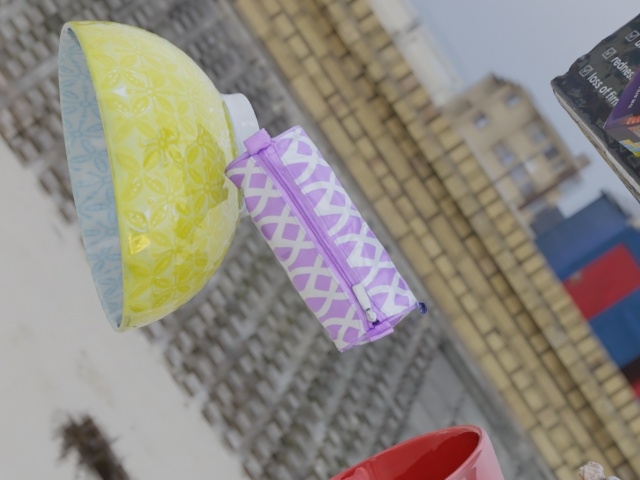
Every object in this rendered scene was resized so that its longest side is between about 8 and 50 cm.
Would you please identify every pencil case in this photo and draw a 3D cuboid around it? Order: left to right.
[{"bbox_3d":[0.000,0.000,1.413,0.206,0.086,0.088,55,10,2],"label":"pencil case"}]

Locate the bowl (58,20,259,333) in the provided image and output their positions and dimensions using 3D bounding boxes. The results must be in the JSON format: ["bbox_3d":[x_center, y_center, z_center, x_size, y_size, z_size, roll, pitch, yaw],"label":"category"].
[{"bbox_3d":[-0.140,-0.069,1.532,0.289,0.156,0.290,170,-90,-74],"label":"bowl"}]

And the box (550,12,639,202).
[{"bbox_3d":[0.540,-0.114,1.529,0.297,0.471,0.480,46,10,-26],"label":"box"}]

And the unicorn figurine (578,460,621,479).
[{"bbox_3d":[0.282,0.273,1.513,0.111,0.060,0.162,-8,82,-86],"label":"unicorn figurine"}]

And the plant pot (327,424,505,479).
[{"bbox_3d":[0.102,0.352,1.650,0.243,0.275,0.275,62,4,-5],"label":"plant pot"}]

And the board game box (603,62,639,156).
[{"bbox_3d":[0.335,-0.160,1.430,0.048,0.170,0.141,36,-15,-18],"label":"board game box"}]
